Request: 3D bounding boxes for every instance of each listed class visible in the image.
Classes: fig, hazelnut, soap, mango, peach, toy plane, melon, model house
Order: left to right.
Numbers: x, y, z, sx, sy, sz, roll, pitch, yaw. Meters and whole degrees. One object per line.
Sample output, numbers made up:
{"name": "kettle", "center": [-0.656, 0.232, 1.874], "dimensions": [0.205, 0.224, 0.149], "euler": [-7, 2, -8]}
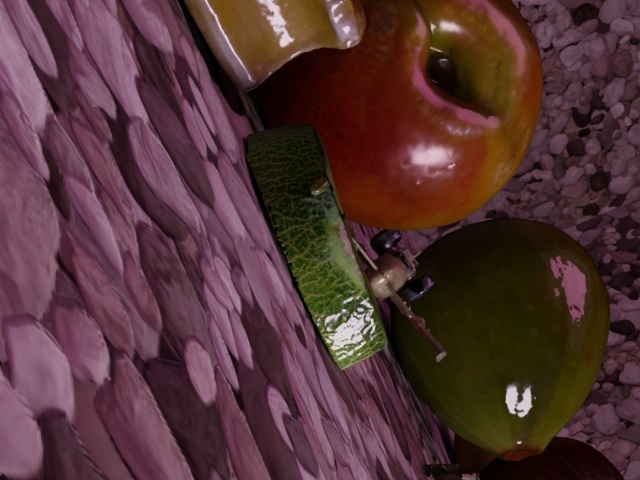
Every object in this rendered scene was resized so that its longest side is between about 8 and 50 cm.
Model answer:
{"name": "soap", "center": [-0.094, -0.341, 0.932], "dimensions": [0.293, 0.156, 0.335], "euler": [-111, 174, -48]}
{"name": "melon", "center": [0.000, 0.000, 0.918], "dimensions": [0.118, 0.064, 0.210], "euler": [-101, 169, -85]}
{"name": "toy plane", "center": [0.079, 0.041, 1.305], "dimensions": [0.229, 0.092, 0.244], "euler": [53, 8, 5]}
{"name": "peach", "center": [0.076, -0.155, 1.153], "dimensions": [0.308, 0.307, 0.332], "euler": [66, -10, -6]}
{"name": "model house", "center": [0.138, 0.271, 1.156], "dimensions": [0.083, 0.057, 0.058], "euler": [-175, -93, -76]}
{"name": "mango", "center": [0.262, 0.309, 1.704], "dimensions": [0.237, 0.091, 0.137], "euler": [2, 93, -70]}
{"name": "fig", "center": [0.240, 0.136, 1.458], "dimensions": [0.316, 0.316, 0.316], "euler": [-23, 90, -84]}
{"name": "hazelnut", "center": [0.311, 0.365, 1.453], "dimensions": [0.229, 0.229, 0.230], "euler": [-23, 90, -84]}

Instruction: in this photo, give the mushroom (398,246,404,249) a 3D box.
{"name": "mushroom", "center": [0.149, 0.092, 1.751], "dimensions": [0.135, 0.080, 0.171], "euler": [85, -13, -77]}
